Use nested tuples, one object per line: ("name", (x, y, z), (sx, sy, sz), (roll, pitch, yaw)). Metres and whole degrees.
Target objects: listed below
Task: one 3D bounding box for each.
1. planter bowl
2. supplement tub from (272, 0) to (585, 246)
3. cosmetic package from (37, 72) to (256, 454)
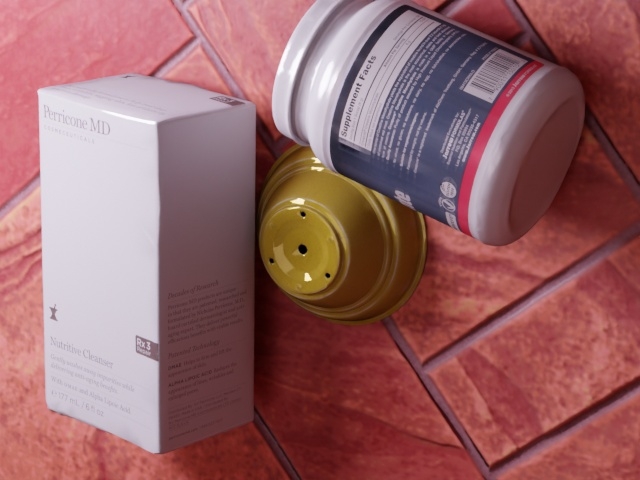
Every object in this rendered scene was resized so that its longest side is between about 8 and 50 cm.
("planter bowl", (0.000, 0.000, 2.052), (0.217, 0.090, 0.217), (10, 109, 30))
("supplement tub", (0.109, -0.128, 1.887), (0.272, 0.191, 0.191), (27, 116, 23))
("cosmetic package", (-0.194, 0.019, 2.115), (0.217, 0.156, 0.385), (14, 113, 42))
